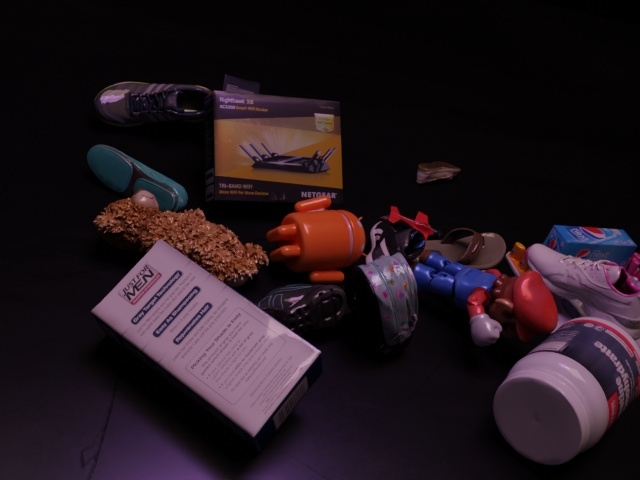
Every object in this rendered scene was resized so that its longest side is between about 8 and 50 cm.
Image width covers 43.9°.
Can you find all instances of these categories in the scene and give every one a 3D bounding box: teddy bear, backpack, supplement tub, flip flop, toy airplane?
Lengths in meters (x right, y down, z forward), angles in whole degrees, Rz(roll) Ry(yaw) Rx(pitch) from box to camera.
[{"bbox_3d":[-0.259,-0.009,1.530,0.338,0.113,0.245,28,25,22],"label":"teddy bear"},{"bbox_3d":[0.120,0.108,1.504,0.115,0.182,0.152,-26,47,-16],"label":"backpack"},{"bbox_3d":[0.456,0.269,1.449,0.191,0.191,0.272,38,39,25],"label":"supplement tub"},{"bbox_3d":[0.318,0.014,1.823,0.277,0.080,0.112,-2,40,-27],"label":"flip flop"},{"bbox_3d":[0.219,-0.040,1.894,0.151,0.028,0.151,12,37,-10],"label":"toy airplane"}]

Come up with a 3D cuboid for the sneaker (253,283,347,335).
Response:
[{"bbox_3d":[-0.081,0.144,1.475,0.267,0.101,0.106,-15,20,-32],"label":"sneaker"}]

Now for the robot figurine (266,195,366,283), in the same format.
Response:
[{"bbox_3d":[0.000,-0.002,1.654,0.219,0.128,0.158,-4,42,-30],"label":"robot figurine"}]

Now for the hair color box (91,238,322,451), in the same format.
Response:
[{"bbox_3d":[-0.184,0.168,1.305,0.347,0.105,0.174,33,67,18],"label":"hair color box"}]

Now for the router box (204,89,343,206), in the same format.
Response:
[{"bbox_3d":[-0.104,-0.199,1.789,0.309,0.242,0.081,0,-5,-25],"label":"router box"}]

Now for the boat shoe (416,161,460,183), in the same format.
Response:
[{"bbox_3d":[0.313,-0.178,2.119,0.153,0.048,0.056,-10,32,-44],"label":"boat shoe"}]

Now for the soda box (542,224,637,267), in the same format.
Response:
[{"bbox_3d":[0.642,0.014,1.894,0.210,0.071,0.067,3,38,-22],"label":"soda box"}]

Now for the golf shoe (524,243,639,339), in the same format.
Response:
[{"bbox_3d":[0.587,0.081,1.723,0.115,0.140,0.306,-22,51,-41],"label":"golf shoe"}]

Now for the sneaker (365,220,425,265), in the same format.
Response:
[{"bbox_3d":[0.172,0.004,1.709,0.079,0.121,0.217,55,23,-18],"label":"sneaker"}]

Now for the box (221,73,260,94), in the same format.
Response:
[{"bbox_3d":[-0.208,-0.291,1.919,0.093,0.156,0.158,12,36,-12],"label":"box"}]

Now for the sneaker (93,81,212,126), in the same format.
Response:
[{"bbox_3d":[-0.383,-0.331,1.881,0.300,0.111,0.121,-9,6,-21],"label":"sneaker"}]

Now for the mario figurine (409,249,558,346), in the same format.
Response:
[{"bbox_3d":[0.327,0.135,1.630,0.321,0.170,0.198,18,67,34],"label":"mario figurine"}]

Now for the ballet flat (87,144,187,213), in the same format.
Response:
[{"bbox_3d":[-0.387,-0.126,1.699,0.247,0.083,0.087,30,12,15],"label":"ballet flat"}]

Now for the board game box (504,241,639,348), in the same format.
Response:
[{"bbox_3d":[0.671,0.153,1.829,0.390,0.050,0.390,4,37,-20],"label":"board game box"}]
